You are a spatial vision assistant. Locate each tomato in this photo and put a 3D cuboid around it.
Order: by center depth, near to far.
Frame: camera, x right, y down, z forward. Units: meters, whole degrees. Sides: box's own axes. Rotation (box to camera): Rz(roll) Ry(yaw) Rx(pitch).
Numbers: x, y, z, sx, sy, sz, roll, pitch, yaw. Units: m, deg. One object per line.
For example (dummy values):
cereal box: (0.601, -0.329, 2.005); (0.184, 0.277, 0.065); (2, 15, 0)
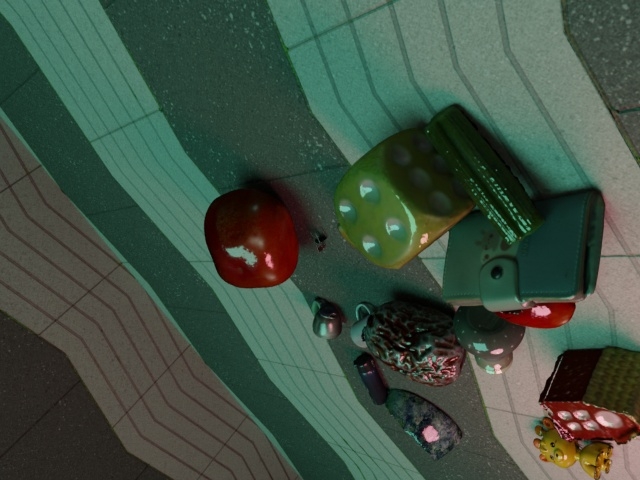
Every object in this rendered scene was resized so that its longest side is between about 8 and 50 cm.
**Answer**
tomato: (-0.217, 0.000, 1.752); (0.293, 0.290, 0.325); (4, 133, 14)

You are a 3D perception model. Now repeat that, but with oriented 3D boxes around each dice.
dice: (0.188, -0.093, 1.247); (0.238, 0.226, 0.233); (51, 144, 9)

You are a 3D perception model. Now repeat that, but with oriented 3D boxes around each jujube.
jujube: (0.288, 0.308, 1.657); (0.317, 0.226, 0.226); (15, 139, 32)

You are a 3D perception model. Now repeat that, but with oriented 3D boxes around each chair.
chair: (0.001, 0.001, 1.759); (0.042, 0.037, 0.086); (16, 137, 51)

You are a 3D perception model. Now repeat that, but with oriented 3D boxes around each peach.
peach: (0.468, 0.103, 1.248); (0.226, 0.196, 0.190); (18, 124, 13)

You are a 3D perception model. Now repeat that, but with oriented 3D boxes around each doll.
doll: (0.750, 0.629, 1.657); (0.220, 0.135, 0.143); (8, 103, 49)

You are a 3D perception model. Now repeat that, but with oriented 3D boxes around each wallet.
wallet: (0.414, 0.031, 1.184); (0.083, 0.252, 0.360); (29, 156, -31)

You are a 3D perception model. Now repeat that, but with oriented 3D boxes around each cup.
cup: (0.174, 0.290, 1.886); (0.099, 0.136, 0.133); (12, 153, -18)

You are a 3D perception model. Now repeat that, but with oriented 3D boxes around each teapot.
teapot: (0.462, 0.262, 1.480); (0.183, 0.183, 0.251); (17, 152, 33)
teapot: (0.025, 0.282, 2.030); (0.111, 0.149, 0.108); (0, 124, -5)

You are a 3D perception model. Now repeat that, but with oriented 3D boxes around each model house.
model house: (0.697, 0.374, 1.330); (0.160, 0.196, 0.254); (48, 146, -7)

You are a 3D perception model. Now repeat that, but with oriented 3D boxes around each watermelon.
watermelon: (0.377, 0.723, 2.131); (0.318, 0.148, 0.226); (30, 153, 20)

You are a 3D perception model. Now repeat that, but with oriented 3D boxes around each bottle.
bottle: (0.204, 0.546, 2.155); (0.082, 0.072, 0.244); (-19, 122, 12)

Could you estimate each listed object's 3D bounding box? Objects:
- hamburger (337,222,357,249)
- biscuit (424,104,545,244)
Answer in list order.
hamburger: (0.137, -0.038, 1.498); (0.185, 0.131, 0.159); (10, 145, 49)
biscuit: (0.337, -0.141, 1.142); (0.099, 0.038, 0.322); (-38, 80, 25)
